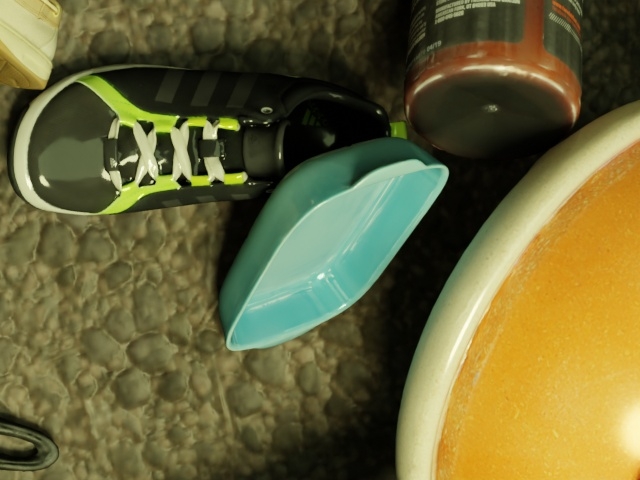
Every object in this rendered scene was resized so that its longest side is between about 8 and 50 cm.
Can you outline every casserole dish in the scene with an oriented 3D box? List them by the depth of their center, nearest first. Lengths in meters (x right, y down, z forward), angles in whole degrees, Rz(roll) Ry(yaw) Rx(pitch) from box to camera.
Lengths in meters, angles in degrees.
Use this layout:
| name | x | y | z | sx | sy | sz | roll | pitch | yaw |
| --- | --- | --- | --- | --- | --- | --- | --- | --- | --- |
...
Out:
| name | x | y | z | sx | sy | sz | roll | pitch | yaw |
| --- | --- | --- | --- | --- | --- | --- | --- | --- | --- |
| casserole dish | 0.000 | 0.000 | 0.803 | 0.114 | 0.188 | 0.037 | -18 | 66 | -34 |

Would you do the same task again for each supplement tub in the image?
| name | x | y | z | sx | sy | sz | roll | pitch | yaw |
| --- | --- | --- | --- | --- | --- | --- | --- | --- | --- |
| supplement tub | 0.109 | -0.155 | 0.843 | 0.106 | 0.106 | 0.198 | 25 | 58 | -30 |

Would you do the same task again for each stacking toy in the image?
| name | x | y | z | sx | sy | sz | roll | pitch | yaw |
| --- | --- | --- | --- | --- | --- | --- | --- | --- | --- |
| stacking toy | 0.307 | 0.154 | 0.763 | 0.350 | 0.480 | 0.351 | -25 | 132 | -32 |

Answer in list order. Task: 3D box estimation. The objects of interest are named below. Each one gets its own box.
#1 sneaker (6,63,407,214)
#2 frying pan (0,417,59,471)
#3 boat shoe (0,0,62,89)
| name | x | y | z | sx | sy | sz | roll | pitch | yaw |
| --- | --- | --- | --- | --- | --- | --- | --- | --- | --- |
| sneaker | -0.058 | -0.062 | 0.784 | 0.234 | 0.097 | 0.084 | -10 | 101 | -29 |
| frying pan | -0.303 | 0.097 | 0.690 | 0.326 | 0.053 | 0.197 | 43 | 75 | -24 |
| boat shoe | -0.186 | -0.140 | 0.699 | 0.170 | 0.063 | 0.059 | 51 | 54 | -60 |
